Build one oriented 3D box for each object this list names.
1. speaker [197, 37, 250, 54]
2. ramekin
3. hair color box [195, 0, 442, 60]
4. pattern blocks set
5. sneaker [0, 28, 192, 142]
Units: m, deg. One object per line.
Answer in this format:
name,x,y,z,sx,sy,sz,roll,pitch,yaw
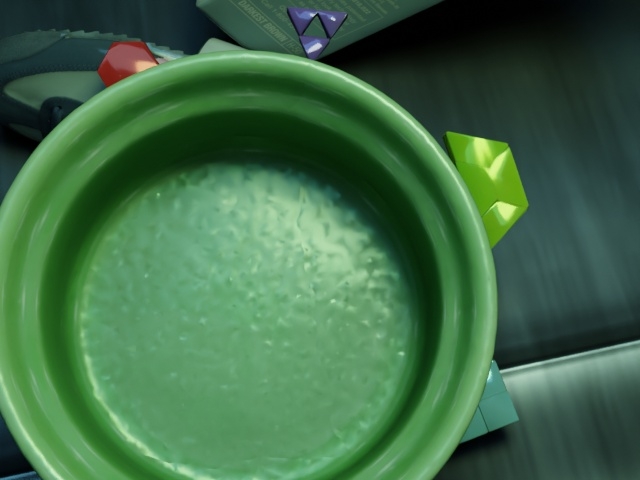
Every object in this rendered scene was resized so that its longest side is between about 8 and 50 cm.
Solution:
speaker,-0.029,-0.108,1.255,0.136,0.055,0.055,20,58,12
ramekin,-0.048,0.045,1.026,0.303,0.148,0.303,0,83,-1
hair color box,0.087,-0.286,1.224,0.374,0.113,0.185,-22,50,31
pattern blocks set,0.000,0.000,1.121,0.285,0.026,0.325,-11,83,-2
sneaker,-0.113,-0.059,1.186,0.319,0.112,0.131,13,57,8
